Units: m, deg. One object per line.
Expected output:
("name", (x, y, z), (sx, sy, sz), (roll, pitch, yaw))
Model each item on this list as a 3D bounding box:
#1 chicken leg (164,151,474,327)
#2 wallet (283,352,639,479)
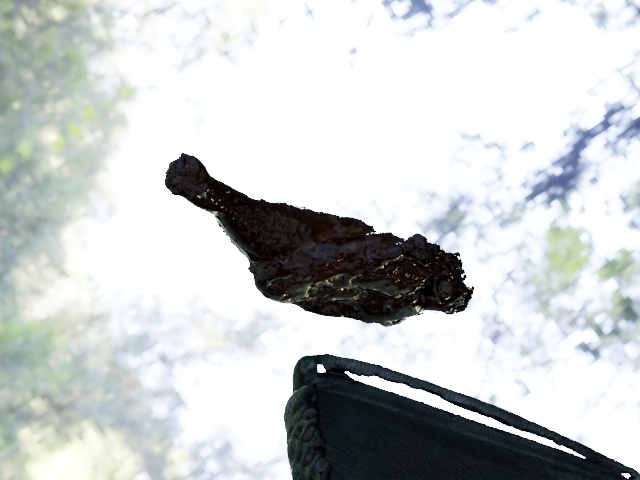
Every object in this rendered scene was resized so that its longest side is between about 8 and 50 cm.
("chicken leg", (-0.002, 0.003, 0.938), (0.093, 0.205, 0.053), (142, -45, -58))
("wallet", (0.094, 0.200, 0.820), (0.075, 0.237, 0.342), (-58, -159, 24))
